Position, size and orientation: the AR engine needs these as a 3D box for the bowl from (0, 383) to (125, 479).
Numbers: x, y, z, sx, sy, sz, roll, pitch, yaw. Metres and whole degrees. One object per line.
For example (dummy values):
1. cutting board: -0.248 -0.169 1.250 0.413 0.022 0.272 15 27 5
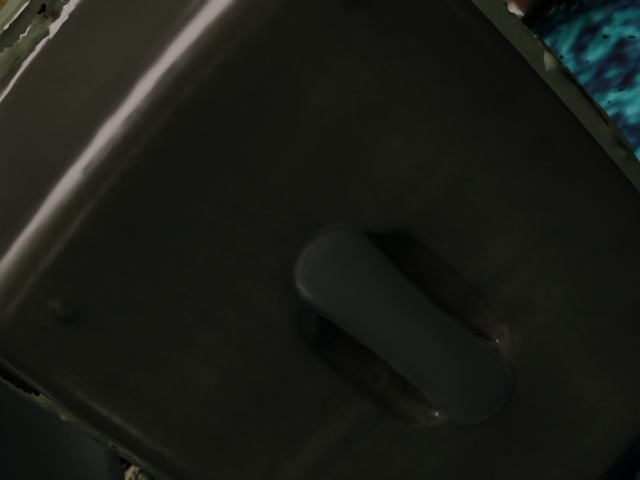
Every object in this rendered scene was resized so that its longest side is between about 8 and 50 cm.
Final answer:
1. bowl: -0.204 0.100 0.452 0.196 0.434 0.434 -28 49 3

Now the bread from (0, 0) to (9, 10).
1. bread: -0.183 -0.198 0.798 0.267 0.040 0.266 -3 83 24

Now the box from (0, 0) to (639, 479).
1. box: 0.000 0.000 0.426 0.220 0.290 0.166 -48 32 3

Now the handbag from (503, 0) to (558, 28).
1. handbag: 0.158 -0.345 0.582 0.410 0.116 0.303 -43 62 8
